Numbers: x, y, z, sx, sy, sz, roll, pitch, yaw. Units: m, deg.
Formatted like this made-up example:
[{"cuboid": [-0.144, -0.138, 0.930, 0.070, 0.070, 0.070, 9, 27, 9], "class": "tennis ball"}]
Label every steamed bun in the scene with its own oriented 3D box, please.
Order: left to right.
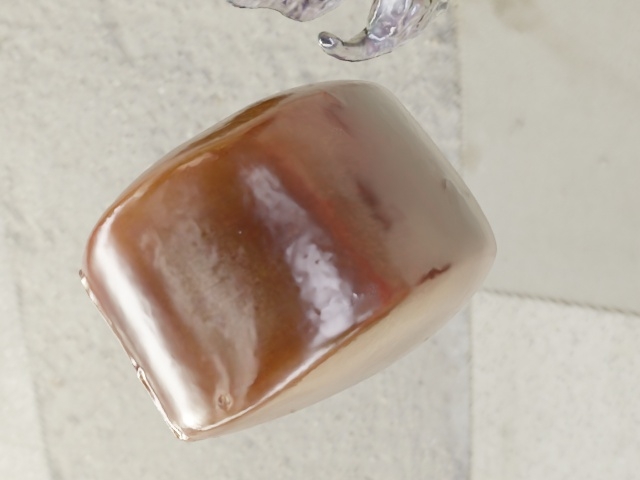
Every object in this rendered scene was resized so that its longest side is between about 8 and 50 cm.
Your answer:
[{"cuboid": [0.000, 0.000, 1.219, 0.248, 0.379, 0.235, -37, 80, 27], "class": "steamed bun"}]

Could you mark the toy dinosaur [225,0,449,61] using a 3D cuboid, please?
[{"cuboid": [0.016, -0.174, 0.708, 0.077, 0.294, 0.162, 36, 100, 36], "class": "toy dinosaur"}]
